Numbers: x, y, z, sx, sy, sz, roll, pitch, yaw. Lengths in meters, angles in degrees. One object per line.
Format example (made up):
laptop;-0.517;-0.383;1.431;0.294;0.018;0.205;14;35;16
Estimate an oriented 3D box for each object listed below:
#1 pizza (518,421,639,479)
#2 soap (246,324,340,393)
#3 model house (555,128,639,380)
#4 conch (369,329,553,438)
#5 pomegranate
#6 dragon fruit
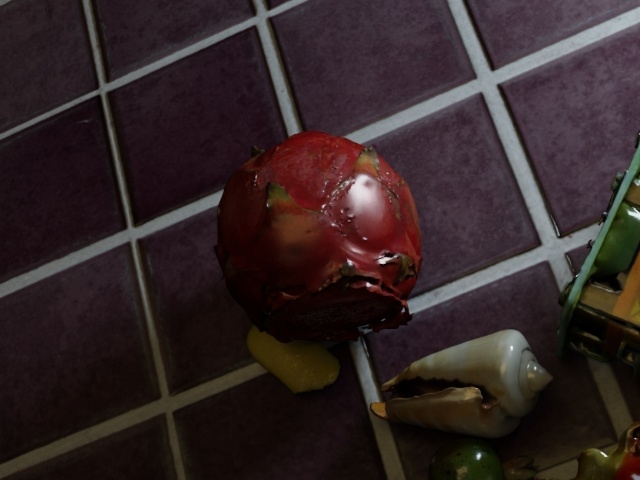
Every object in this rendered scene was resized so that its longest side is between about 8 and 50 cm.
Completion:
pizza;0.339;0.330;1.514;0.406;0.130;0.440;-12;45;42
soap;-0.040;0.167;1.932;0.089;0.033;0.168;-44;57;0
model house;0.502;0.027;1.703;0.313;0.242;0.357;23;73;13
conch;0.197;0.207;1.776;0.255;0.127;0.158;-19;29;44
pomegranate;0.208;0.305;1.722;0.142;0.114;0.114;-10;58;-10
dragon fruit;0.000;0.000;1.859;0.296;0.295;0.301;-20;44;12
